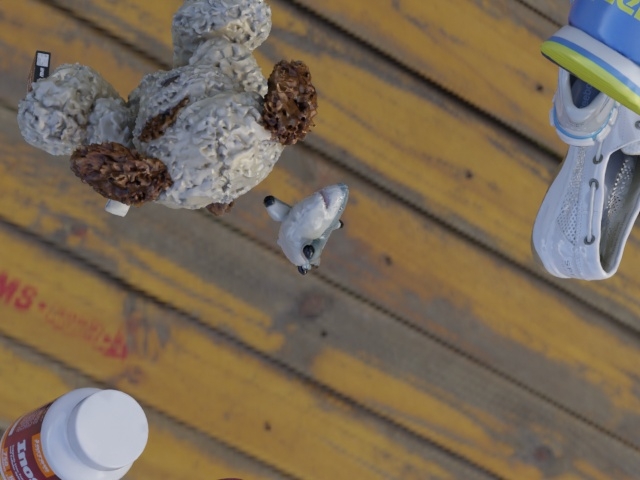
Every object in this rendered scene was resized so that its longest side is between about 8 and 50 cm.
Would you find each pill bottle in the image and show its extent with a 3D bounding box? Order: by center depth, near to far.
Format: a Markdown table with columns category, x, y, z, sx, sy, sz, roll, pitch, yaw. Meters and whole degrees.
| category | x | y | z | sx | sy | sz | roll | pitch | yaw |
| --- | --- | --- | --- | --- | --- | --- | --- | --- | --- |
| pill bottle | -0.207 | 0.172 | 1.295 | 0.086 | 0.086 | 0.152 | 34 | 148 | -19 |

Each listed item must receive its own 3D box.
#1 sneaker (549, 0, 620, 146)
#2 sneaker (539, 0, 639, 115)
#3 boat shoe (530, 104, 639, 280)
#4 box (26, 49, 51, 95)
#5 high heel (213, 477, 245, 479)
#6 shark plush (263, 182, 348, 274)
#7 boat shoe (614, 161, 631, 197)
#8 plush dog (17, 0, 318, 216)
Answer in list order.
| category | x | y | z | sx | sy | sz | roll | pitch | yaw |
| --- | --- | --- | --- | --- | --- | --- | --- | --- | --- |
| sneaker | 0.241 | -0.179 | 1.311 | 0.071 | 0.083 | 0.190 | 9 | 82 | 11 |
| sneaker | 0.117 | -0.065 | 0.467 | 0.053 | 0.144 | 0.059 | 32 | 105 | 19 |
| boat shoe | 0.293 | -0.090 | 1.462 | 0.098 | 0.096 | 0.277 | 20 | 86 | -39 |
| box | -0.335 | -0.172 | 1.810 | 0.018 | 0.083 | 0.067 | 8 | 153 | -16 |
| high heel | -0.140 | 0.381 | 1.787 | 0.181 | 0.377 | 0.127 | -23 | 103 | 39 |
| shark plush | 0.000 | 0.000 | 1.467 | 0.067 | 0.073 | 0.161 | -35 | 150 | -13 |
| boat shoe | 0.420 | -0.179 | 1.710 | 0.116 | 0.097 | 0.324 | 46 | 134 | 18 |
| plush dog | -0.118 | -0.092 | 1.393 | 0.262 | 0.225 | 0.210 | -28 | 109 | -9 |
